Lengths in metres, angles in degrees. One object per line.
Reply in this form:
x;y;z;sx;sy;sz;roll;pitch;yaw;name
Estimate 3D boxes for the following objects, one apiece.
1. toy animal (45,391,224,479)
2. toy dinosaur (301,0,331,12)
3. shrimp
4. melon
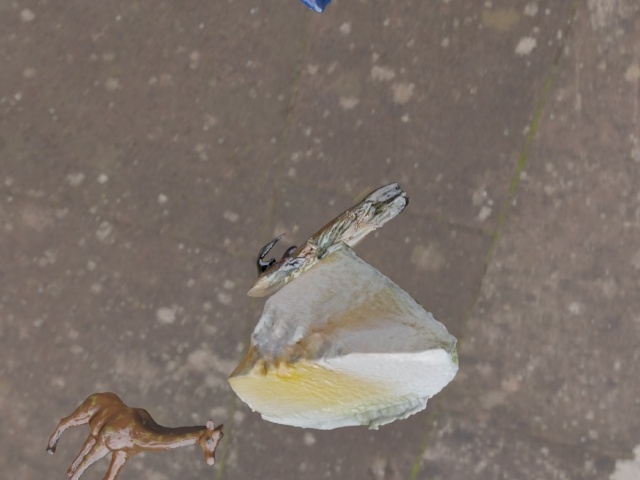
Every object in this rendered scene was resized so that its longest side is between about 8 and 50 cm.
-0.242;0.264;1.560;0.230;0.224;0.066;-45;139;8;toy animal
-0.088;-0.315;1.138;0.247;0.188;0.075;26;132;-8;toy dinosaur
0.000;0.000;1.380;0.219;0.152;0.046;-34;81;15;shrimp
0.013;0.064;0.883;0.202;0.139;0.093;-19;150;38;melon
